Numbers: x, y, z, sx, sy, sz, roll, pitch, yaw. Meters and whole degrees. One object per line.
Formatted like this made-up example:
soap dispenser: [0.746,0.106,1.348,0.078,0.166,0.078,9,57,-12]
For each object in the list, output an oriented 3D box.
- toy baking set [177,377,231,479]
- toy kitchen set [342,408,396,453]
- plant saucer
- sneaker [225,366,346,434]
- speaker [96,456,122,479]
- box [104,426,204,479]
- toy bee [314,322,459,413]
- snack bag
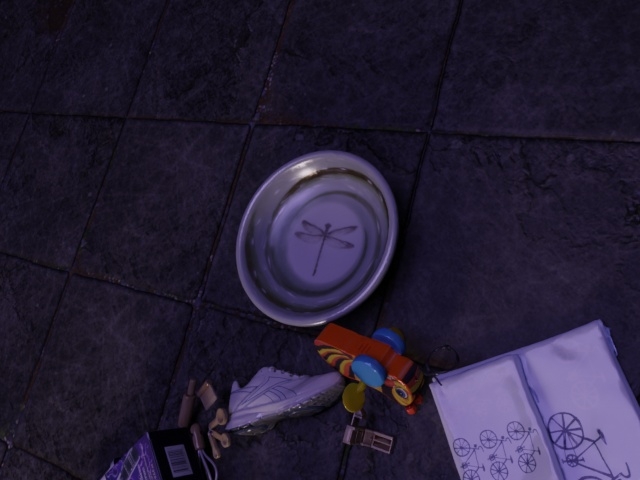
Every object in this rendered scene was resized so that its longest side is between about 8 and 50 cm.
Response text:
toy baking set: [-0.268,0.437,1.341,0.196,0.030,0.256,37,116,47]
toy kitchen set: [0.099,0.368,1.173,0.075,0.083,0.068,10,78,31]
plant saucer: [0.000,0.000,1.348,0.400,0.100,0.401,-10,68,26]
sneaker: [-0.084,0.320,1.282,0.297,0.111,0.129,-22,59,20]
speaker: [-0.515,0.591,1.453,0.136,0.055,0.055,-51,57,5]
box: [-0.366,0.532,1.329,0.207,0.108,0.153,-47,55,26]
toy bee: [0.124,0.263,1.156,0.195,0.162,0.298,-32,32,-18]
snack bag: [0.392,0.340,1.049,0.342,0.037,0.323,-24,62,20]
